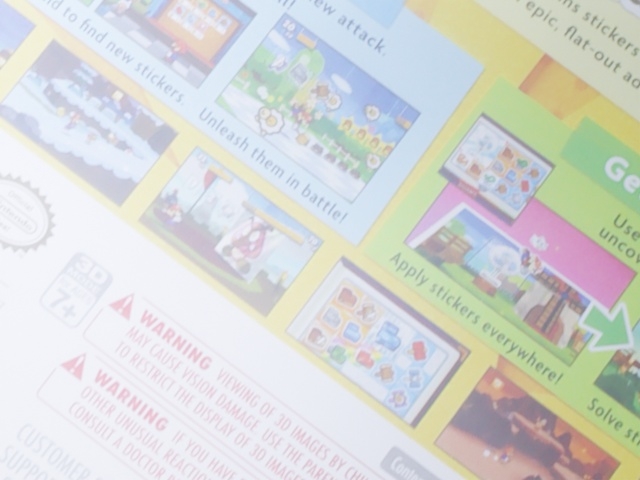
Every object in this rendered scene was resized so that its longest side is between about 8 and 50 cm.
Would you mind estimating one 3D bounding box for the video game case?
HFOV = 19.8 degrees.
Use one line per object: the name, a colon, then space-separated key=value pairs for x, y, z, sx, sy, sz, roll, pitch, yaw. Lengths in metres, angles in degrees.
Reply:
video game case: x=0.000 y=0.000 z=0.372 sx=0.227 sy=0.206 sz=0.026 roll=37 pitch=-9 yaw=3
